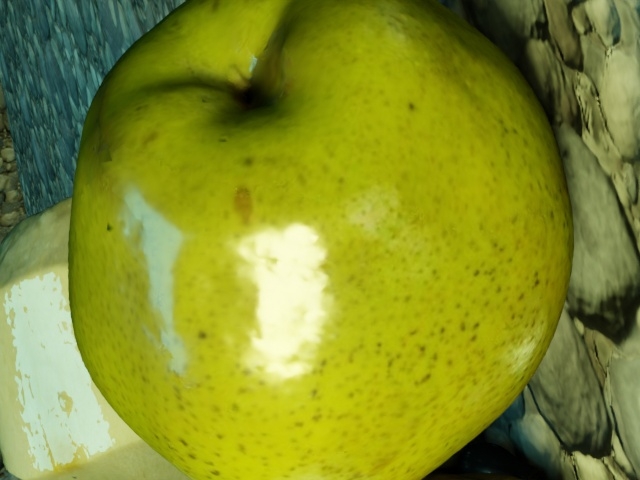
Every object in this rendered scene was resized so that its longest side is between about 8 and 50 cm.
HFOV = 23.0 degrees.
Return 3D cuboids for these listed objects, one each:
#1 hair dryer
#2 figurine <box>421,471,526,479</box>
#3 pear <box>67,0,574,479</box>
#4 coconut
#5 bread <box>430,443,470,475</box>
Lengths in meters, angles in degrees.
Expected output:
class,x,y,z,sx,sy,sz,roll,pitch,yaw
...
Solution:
class,x,y,z,sx,sy,sz,roll,pitch,yaw
hair dryer,0.127,0.171,1.018,0.079,0.031,0.083,11,130,62
figurine,0.052,0.218,0.870,0.342,0.285,0.167,42,127,16
pear,0.000,0.000,0.835,0.294,0.294,0.294,163,90,-74
coconut,-0.150,0.100,1.395,0.323,0.323,0.323,163,90,-74
bread,0.075,0.209,1.048,0.081,0.134,0.225,-31,74,39
